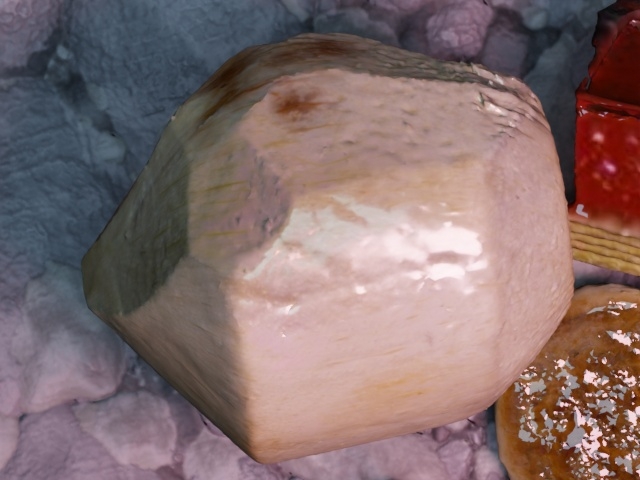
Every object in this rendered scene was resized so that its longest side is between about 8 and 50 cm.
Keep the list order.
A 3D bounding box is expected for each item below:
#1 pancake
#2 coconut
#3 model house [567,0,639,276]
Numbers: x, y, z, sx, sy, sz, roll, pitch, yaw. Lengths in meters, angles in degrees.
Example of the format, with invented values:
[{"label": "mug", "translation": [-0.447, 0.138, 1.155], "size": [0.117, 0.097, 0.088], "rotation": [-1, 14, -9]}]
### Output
[{"label": "pancake", "translation": [0.290, 0.171, 1.746], "size": [0.282, 0.049, 0.282], "rotation": [4, 106, 14]}, {"label": "coconut", "translation": [0.000, 0.000, 1.597], "size": [0.415, 0.415, 0.345], "rotation": [-9, 74, 2]}, {"label": "model house", "translation": [0.314, -0.053, 1.658], "size": [0.196, 0.160, 0.254], "rotation": [13, 130, 17]}]
